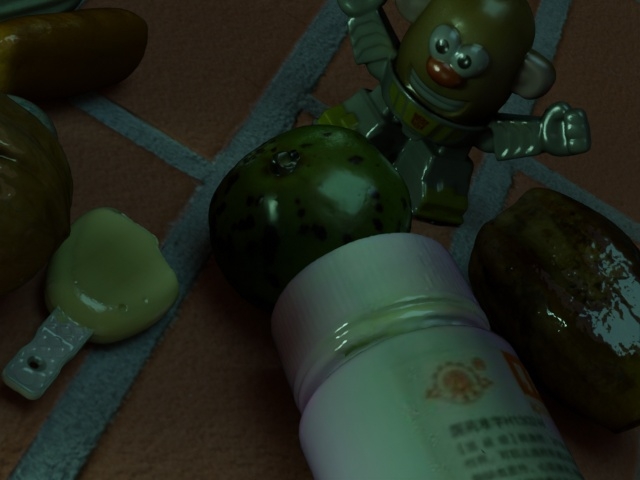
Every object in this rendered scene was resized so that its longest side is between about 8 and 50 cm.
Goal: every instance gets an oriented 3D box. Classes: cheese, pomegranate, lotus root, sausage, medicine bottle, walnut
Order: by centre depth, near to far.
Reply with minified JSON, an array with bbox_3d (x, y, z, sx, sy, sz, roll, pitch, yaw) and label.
[{"bbox_3d":[-0.323,-0.051,1.325,0.222,0.195,0.195,28,35,-7],"label":"walnut"},{"bbox_3d":[0.103,0.196,1.344,0.219,0.219,0.388,6,42,-34],"label":"medicine bottle"},{"bbox_3d":[-0.217,0.066,1.390,0.127,0.050,0.255,34,37,-3],"label":"cheese"},{"bbox_3d":[0.000,0.000,1.540,0.211,0.211,0.263,-100,166,-46],"label":"pomegranate"},{"bbox_3d":[-0.280,-0.198,1.613,0.098,0.098,0.238,46,34,17],"label":"sausage"},{"bbox_3d":[0.291,0.088,1.676,0.193,0.193,0.291,-5,48,-42],"label":"lotus root"}]

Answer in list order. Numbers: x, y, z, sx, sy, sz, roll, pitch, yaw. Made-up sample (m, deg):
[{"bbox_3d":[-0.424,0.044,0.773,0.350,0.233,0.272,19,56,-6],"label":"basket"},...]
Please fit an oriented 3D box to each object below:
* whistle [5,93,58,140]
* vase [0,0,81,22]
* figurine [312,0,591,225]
[{"bbox_3d":[-0.353,-0.112,1.491,0.220,0.057,0.107,24,49,-6],"label":"whistle"},{"bbox_3d":[-0.366,-0.267,1.612,0.128,0.128,0.248,44,44,14],"label":"vase"},{"bbox_3d":[0.147,-0.186,1.775,0.342,0.285,0.167,25,34,-16],"label":"figurine"}]
